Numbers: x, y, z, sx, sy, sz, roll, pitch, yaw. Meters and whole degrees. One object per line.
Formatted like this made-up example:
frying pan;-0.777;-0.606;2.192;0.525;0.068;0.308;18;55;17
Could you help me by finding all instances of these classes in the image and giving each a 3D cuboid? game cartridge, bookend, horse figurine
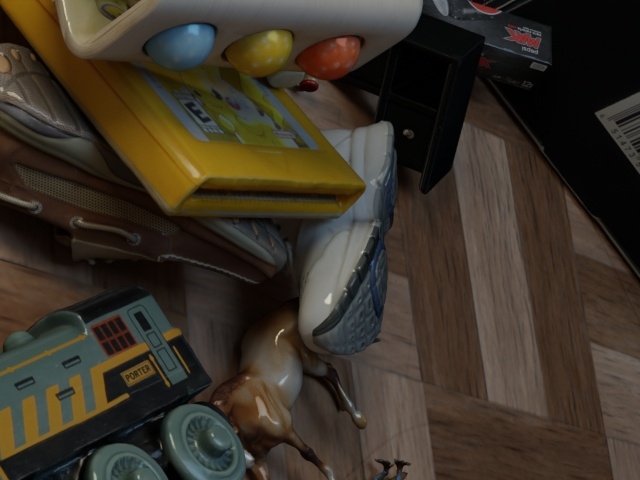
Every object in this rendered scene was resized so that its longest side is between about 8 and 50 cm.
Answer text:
game cartridge;-0.131;-0.149;1.646;0.324;0.053;0.285;52;22;18
bookend;0.068;-0.154;2.003;0.157;0.156;0.072;24;33;16
horse figurine;-0.027;0.134;1.736;0.174;0.066;0.263;53;38;-26

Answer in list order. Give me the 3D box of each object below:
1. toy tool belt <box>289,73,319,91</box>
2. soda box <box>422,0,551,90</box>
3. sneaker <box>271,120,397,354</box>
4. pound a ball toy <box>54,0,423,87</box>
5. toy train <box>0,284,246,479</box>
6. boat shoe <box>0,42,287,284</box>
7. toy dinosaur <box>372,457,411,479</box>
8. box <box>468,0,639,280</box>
toy tool belt;-0.029;-0.185;1.929;0.083;0.052;0.051;32;56;-40
soda box;0.165;-0.219;2.144;0.168;0.053;0.060;15;55;-18
sneaker;0.000;0.000;1.788;0.297;0.129;0.111;-81;171;-54
pound a ball toy;-0.068;-0.174;1.566;0.319;0.208;0.136;0;68;-45
toy train;-0.196;0.156;1.450;0.190;0.142;0.334;56;36;7
boat shoe;-0.170;-0.042;1.607;0.324;0.116;0.123;31;23;-31
toy dinosaur;0.061;0.241;1.813;0.090;0.047;0.082;36;62;-51
box;0.453;-0.258;2.403;0.480;0.297;0.472;49;36;-23
